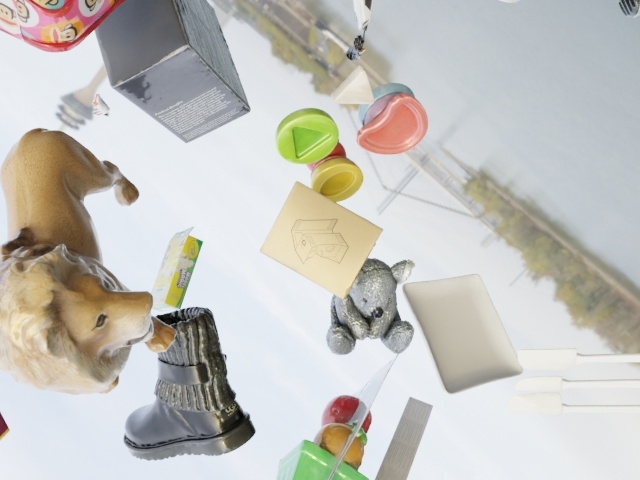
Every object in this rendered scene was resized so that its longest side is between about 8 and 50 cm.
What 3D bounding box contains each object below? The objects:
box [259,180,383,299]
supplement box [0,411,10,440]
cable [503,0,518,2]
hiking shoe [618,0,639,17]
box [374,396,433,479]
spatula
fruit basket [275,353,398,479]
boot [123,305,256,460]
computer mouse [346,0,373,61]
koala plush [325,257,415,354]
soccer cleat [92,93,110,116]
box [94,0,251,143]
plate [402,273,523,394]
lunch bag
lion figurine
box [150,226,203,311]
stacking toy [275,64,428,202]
[{"bbox_3d":[0.000,0.000,1.266,0.201,0.165,0.021,30,-173,9],"label":"box"},{"bbox_3d":[-0.562,0.241,0.951,0.104,0.188,0.081,12,-142,21],"label":"supplement box"},{"bbox_3d":[0.289,-0.541,1.112,0.257,0.089,0.257,40,-134,-5],"label":"cable"},{"bbox_3d":[0.762,-0.624,1.353,0.131,0.304,0.113,8,-146,-10],"label":"hiking shoe"},{"bbox_3d":[0.182,0.488,1.435,0.067,0.063,0.324,18,-148,14],"label":"box"},{"bbox_3d":[0.416,0.220,0.968,0.019,0.241,0.168,-85,-9,-54],"label":"spatula"},{"bbox_3d":[0.045,0.436,1.338,0.165,0.327,0.353,38,-125,5],"label":"fruit basket"},{"bbox_3d":[-0.287,0.266,1.201,0.131,0.347,0.260,-34,-76,-54],"label":"boot"},{"bbox_3d":[0.083,-0.475,1.310,0.042,0.193,0.106,9,-173,-3],"label":"computer mouse"},{"bbox_3d":[0.107,0.115,1.387,0.221,0.196,0.204,94,173,-53],"label":"koala plush"},{"bbox_3d":[-0.498,-0.307,1.439,0.035,0.029,0.083,12,158,-12],"label":"soccer cleat"},{"bbox_3d":[-0.316,-0.407,1.303,0.294,0.182,0.297,40,-152,-69],"label":"box"},{"bbox_3d":[0.338,0.223,1.535,0.277,0.045,0.278,-4,-117,-36],"label":"plate"},{"bbox_3d":[-0.440,-0.443,0.955,0.293,0.258,0.120,29,151,2],"label":"lunch bag"},{"bbox_3d":[-0.254,-0.001,0.623,0.392,0.142,0.240,55,174,35],"label":"lion figurine"},{"bbox_3d":[-0.308,0.060,1.350,0.043,0.179,0.105,25,158,-31],"label":"box"},{"bbox_3d":[0.049,-0.251,1.339,0.279,0.308,0.131,33,-151,-46],"label":"stacking toy"}]
